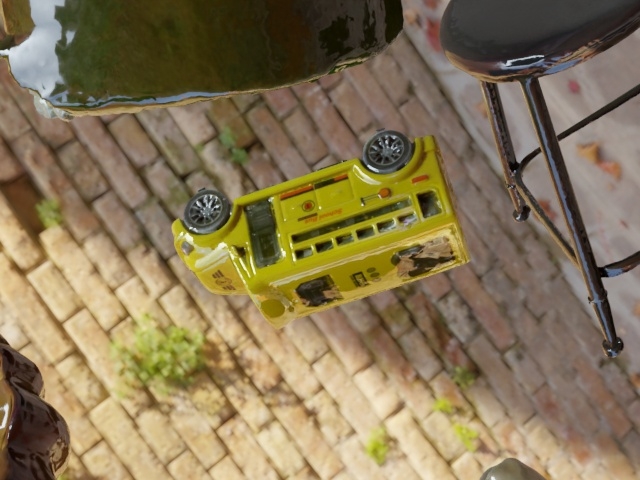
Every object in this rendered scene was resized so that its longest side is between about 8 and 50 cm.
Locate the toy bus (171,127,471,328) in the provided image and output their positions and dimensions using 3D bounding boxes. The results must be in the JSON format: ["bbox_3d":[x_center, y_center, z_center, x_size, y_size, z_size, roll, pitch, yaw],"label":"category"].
[{"bbox_3d":[0.000,0.000,1.229,0.144,0.330,0.152,59,-165,-57],"label":"toy bus"}]

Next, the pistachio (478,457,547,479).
[{"bbox_3d":[0.308,0.432,1.556,0.126,0.152,0.223,99,156,-69],"label":"pistachio"}]

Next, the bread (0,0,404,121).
[{"bbox_3d":[-0.115,-0.195,0.919,0.366,0.382,0.129,6,112,41],"label":"bread"}]

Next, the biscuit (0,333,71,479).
[{"bbox_3d":[-0.288,0.206,0.696,0.325,0.326,0.107,28,169,50],"label":"biscuit"}]

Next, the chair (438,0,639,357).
[{"bbox_3d":[0.368,-0.174,1.322,0.410,0.364,0.362,51,-169,-32],"label":"chair"}]
